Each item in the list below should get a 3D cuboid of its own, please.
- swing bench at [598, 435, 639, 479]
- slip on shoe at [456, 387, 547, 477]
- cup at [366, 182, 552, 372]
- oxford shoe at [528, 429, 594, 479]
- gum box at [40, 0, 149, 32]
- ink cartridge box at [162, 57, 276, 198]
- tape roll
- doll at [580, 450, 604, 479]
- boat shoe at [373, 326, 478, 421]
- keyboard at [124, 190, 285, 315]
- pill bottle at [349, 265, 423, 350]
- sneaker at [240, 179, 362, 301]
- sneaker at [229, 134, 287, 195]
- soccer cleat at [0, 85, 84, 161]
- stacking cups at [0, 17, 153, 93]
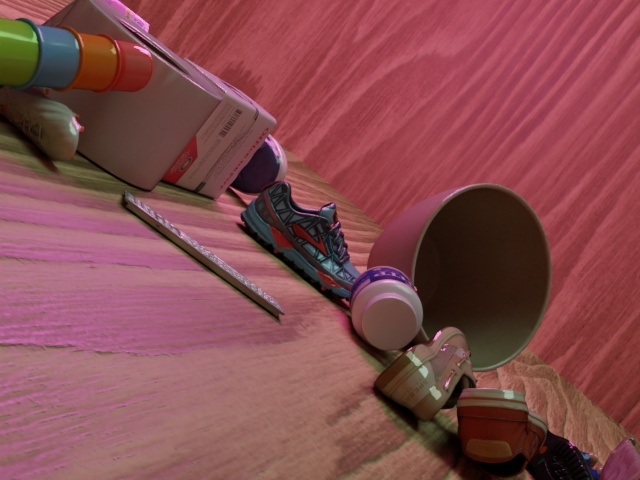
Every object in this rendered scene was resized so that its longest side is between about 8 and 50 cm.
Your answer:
[{"bbox_3d":[0.499,0.428,1.673,0.255,0.165,0.253,34,7,7],"label":"swing bench"},{"bbox_3d":[0.243,0.274,1.622,0.123,0.101,0.331,2,-15,14],"label":"slip on shoe"},{"bbox_3d":[0.219,0.062,2.162,0.331,0.331,0.237,35,-18,-31],"label":"cup"},{"bbox_3d":[0.376,0.353,1.835,0.096,0.083,0.227,40,7,-24],"label":"oxford shoe"},{"bbox_3d":[-0.369,-0.301,1.834,0.107,0.188,0.062,35,44,-36],"label":"gum box"},{"bbox_3d":[-0.191,-0.174,1.917,0.100,0.172,0.237,41,7,17],"label":"ink cartridge box"},{"bbox_3d":[-0.284,-0.210,1.677,0.246,0.169,0.246,38,6,-5],"label":"tape roll"},{"bbox_3d":[0.413,0.367,2.072,0.189,0.046,0.129,28,21,-30],"label":"doll"},{"bbox_3d":[0.166,0.196,1.679,0.098,0.109,0.302,46,14,13],"label":"boat shoe"},{"bbox_3d":[-0.151,0.017,1.546,0.256,0.014,0.072,37,7,-14],"label":"keyboard"},{"bbox_3d":[0.102,0.110,1.858,0.112,0.112,0.186,38,7,-7],"label":"pill bottle"},{"bbox_3d":[0.000,0.000,1.975,0.262,0.125,0.104,37,7,-11],"label":"sneaker"},{"bbox_3d":[-0.215,-0.200,2.230,0.350,0.131,0.148,36,11,31],"label":"sneaker"},{"bbox_3d":[-0.352,-0.155,1.442,0.076,0.068,0.196,8,27,-40],"label":"soccer cleat"},{"bbox_3d":[-0.337,-0.214,1.414,0.096,0.096,0.316,43,23,29],"label":"stacking cups"}]
